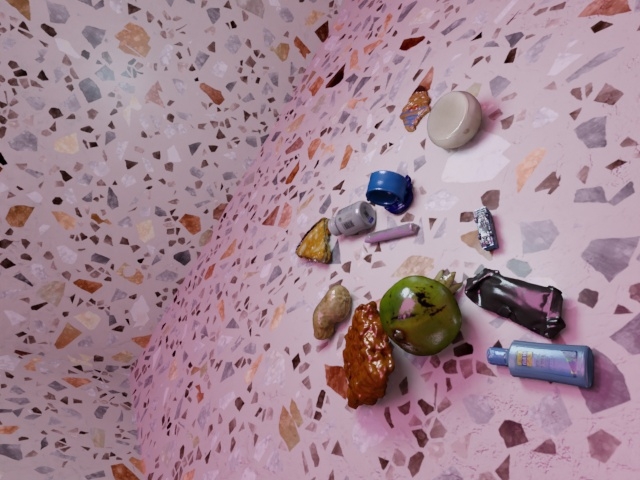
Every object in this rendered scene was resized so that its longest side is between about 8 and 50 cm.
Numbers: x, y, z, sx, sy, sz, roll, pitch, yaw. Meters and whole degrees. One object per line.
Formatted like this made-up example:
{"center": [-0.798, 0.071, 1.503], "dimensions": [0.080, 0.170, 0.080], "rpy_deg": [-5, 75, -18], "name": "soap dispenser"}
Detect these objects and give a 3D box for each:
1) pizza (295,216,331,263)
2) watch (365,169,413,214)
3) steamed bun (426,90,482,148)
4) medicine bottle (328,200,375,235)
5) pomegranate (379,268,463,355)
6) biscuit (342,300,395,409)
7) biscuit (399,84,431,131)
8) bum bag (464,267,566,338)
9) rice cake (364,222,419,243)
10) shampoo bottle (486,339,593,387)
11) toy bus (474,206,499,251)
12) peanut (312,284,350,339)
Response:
{"center": [0.000, 0.000, 2.061], "dimensions": [0.288, 0.074, 0.251], "rpy_deg": [19, 82, 54], "name": "pizza"}
{"center": [0.289, -0.218, 1.742], "dimensions": [0.196, 0.200, 0.171], "rpy_deg": [-15, 58, 42], "name": "watch"}
{"center": [0.554, -0.482, 1.638], "dimensions": [0.232, 0.145, 0.231], "rpy_deg": [-24, 60, 51], "name": "steamed bun"}
{"center": [0.140, -0.094, 1.894], "dimensions": [0.215, 0.135, 0.135], "rpy_deg": [-22, 50, 42], "name": "medicine bottle"}
{"center": [0.346, 0.220, 1.323], "dimensions": [0.341, 0.260, 0.260], "rpy_deg": [-43, 27, -26], "name": "pomegranate"}
{"center": [0.161, 0.418, 1.440], "dimensions": [0.318, 0.111, 0.312], "rpy_deg": [106, 165, -46], "name": "biscuit"}
{"center": [0.467, -0.653, 1.976], "dimensions": [0.183, 0.043, 0.280], "rpy_deg": [-4, 65, 47], "name": "biscuit"}
{"center": [0.578, 0.169, 1.203], "dimensions": [0.326, 0.080, 0.142], "rpy_deg": [27, 96, 52], "name": "bum bag"}
{"center": [0.297, -0.029, 1.719], "dimensions": [0.270, 0.055, 0.049], "rpy_deg": [-14, 60, 44], "name": "rice cake"}
{"center": [0.582, 0.326, 1.090], "dimensions": [0.258, 0.061, 0.103], "rpy_deg": [-10, 59, 49], "name": "shampoo bottle"}
{"center": [0.566, -0.039, 1.375], "dimensions": [0.051, 0.061, 0.153], "rpy_deg": [-25, 49, 38], "name": "toy bus"}
{"center": [0.042, 0.312, 1.740], "dimensions": [0.253, 0.122, 0.137], "rpy_deg": [-56, 42, 11], "name": "peanut"}
